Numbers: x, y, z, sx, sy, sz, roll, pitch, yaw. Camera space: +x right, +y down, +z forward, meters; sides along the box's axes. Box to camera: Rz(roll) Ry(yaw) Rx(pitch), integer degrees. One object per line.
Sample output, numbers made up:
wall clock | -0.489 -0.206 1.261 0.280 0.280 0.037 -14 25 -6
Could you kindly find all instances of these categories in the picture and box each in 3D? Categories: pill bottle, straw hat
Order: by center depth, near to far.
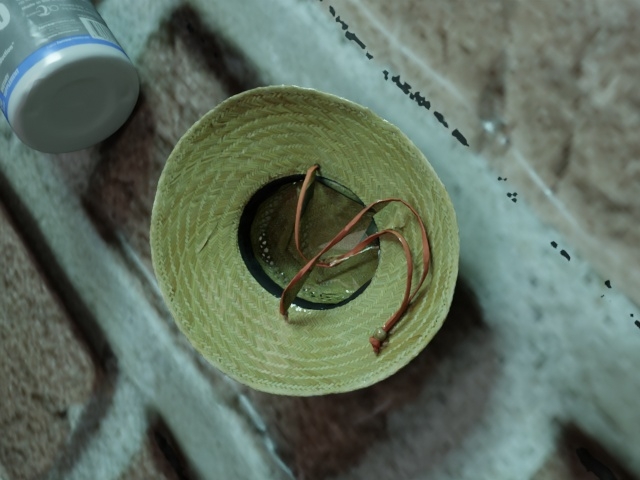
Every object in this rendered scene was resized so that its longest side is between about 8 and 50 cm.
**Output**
straw hat | 0.000 0.000 0.422 0.145 0.061 0.144 3 97 23
pill bottle | -0.171 -0.124 0.550 0.078 0.078 0.137 -50 61 27
